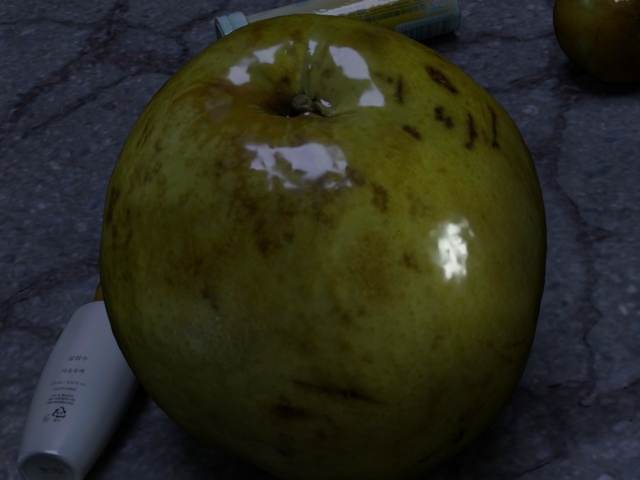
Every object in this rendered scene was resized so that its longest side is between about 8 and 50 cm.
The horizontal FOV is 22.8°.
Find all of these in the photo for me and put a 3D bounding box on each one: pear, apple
[{"bbox_3d":[0.000,0.000,1.029,0.304,0.304,0.304,-7,37,5],"label":"pear"},{"bbox_3d":[0.257,-0.193,1.369,0.114,0.099,0.102,-36,41,-24],"label":"apple"}]

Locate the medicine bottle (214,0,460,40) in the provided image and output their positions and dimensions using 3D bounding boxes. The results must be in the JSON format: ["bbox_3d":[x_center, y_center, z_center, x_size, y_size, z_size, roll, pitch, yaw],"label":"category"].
[{"bbox_3d":[0.016,-0.195,1.458,0.218,0.074,0.074,-15,37,-9],"label":"medicine bottle"}]

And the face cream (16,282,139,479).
[{"bbox_3d":[-0.164,0.099,1.133,0.072,0.051,0.182,-1,39,15],"label":"face cream"}]
